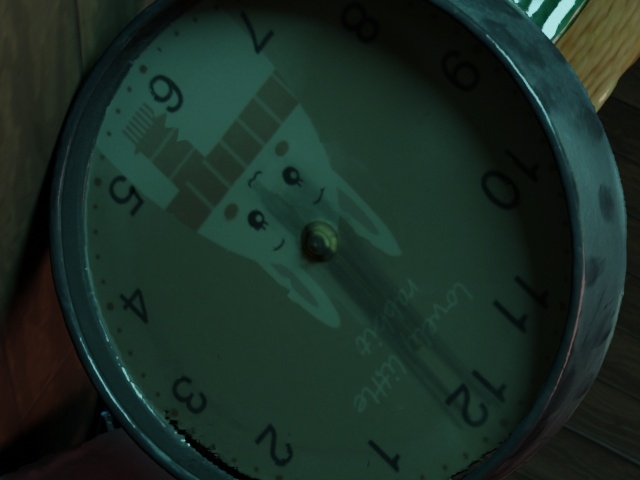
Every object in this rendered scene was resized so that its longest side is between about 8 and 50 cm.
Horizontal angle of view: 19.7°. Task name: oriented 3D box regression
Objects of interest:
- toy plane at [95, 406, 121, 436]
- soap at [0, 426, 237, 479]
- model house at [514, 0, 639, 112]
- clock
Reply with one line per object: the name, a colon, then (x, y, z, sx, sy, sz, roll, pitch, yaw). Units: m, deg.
toy plane: (-0.166, 0.192, 1.604, 0.169, 0.078, 0.246, -20, 141, -31)
soap: (-0.208, 0.298, 1.460, 0.285, 0.107, 0.296, -21, 140, -58)
model house: (0.143, -0.283, 1.438, 0.382, 0.335, 0.342, -56, 157, -14)
clock: (0.000, 0.000, 1.178, 0.076, 0.386, 0.386, -19, 134, -64)
